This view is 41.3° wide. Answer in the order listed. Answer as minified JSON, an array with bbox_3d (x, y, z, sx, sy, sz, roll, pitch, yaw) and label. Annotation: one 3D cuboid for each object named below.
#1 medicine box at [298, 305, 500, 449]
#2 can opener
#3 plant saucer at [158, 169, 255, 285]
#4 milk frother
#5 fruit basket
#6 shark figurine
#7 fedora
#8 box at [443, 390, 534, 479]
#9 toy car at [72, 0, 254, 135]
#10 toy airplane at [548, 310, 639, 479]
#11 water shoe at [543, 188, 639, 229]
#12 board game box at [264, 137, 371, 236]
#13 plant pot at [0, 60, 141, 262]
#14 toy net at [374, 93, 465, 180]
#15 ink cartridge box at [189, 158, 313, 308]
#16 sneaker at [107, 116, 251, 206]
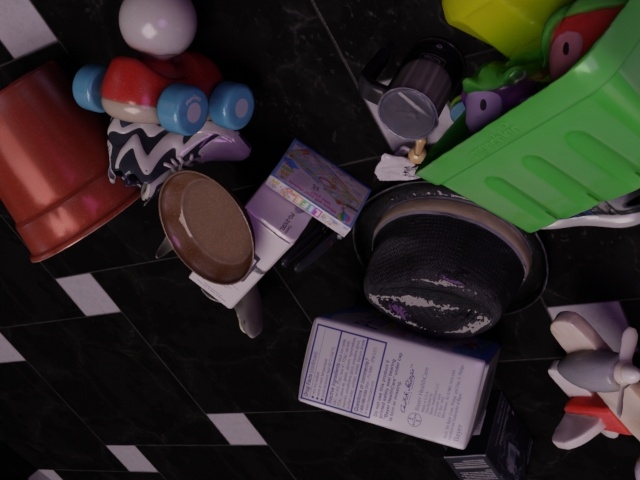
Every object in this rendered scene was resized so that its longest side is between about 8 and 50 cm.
[{"bbox_3d":[0.144,0.224,1.466,0.289,0.263,0.149,14,94,16],"label":"medicine box"},{"bbox_3d":[0.000,0.000,1.405,0.059,0.186,0.073,9,122,25],"label":"can opener"},{"bbox_3d":[-0.172,-0.024,1.339,0.199,0.036,0.198,21,128,30],"label":"plant saucer"},{"bbox_3d":[0.123,-0.189,1.186,0.129,0.134,0.143,10,135,23],"label":"milk frother"},{"bbox_3d":[0.240,-0.229,0.964,0.392,0.283,0.392,33,156,17],"label":"fruit basket"},{"bbox_3d":[-0.175,0.048,1.633,0.278,0.166,0.116,45,112,7],"label":"shark figurine"},{"bbox_3d":[0.192,0.058,1.379,0.334,0.152,0.334,15,136,15],"label":"fedora"},{"bbox_3d":[0.329,0.401,1.638,0.093,0.156,0.158,-14,123,36],"label":"box"},{"bbox_3d":[-0.227,-0.297,1.273,0.219,0.210,0.237,18,110,31],"label":"toy car"},{"bbox_3d":[0.524,0.288,1.335,0.386,0.272,0.384,15,137,14],"label":"toy airplane"},{"bbox_3d":[0.372,-0.064,1.239,0.203,0.073,0.080,0,111,22],"label":"water shoe"},{"bbox_3d":[-0.002,-0.087,1.378,0.154,0.103,0.026,34,138,-5],"label":"board game box"},{"bbox_3d":[-0.466,-0.147,1.470,0.272,0.272,0.265,-18,113,39],"label":"plant pot"},{"bbox_3d":[0.183,-0.139,1.278,0.122,0.045,0.232,27,147,-34],"label":"toy net"},{"bbox_3d":[-0.103,-0.016,1.449,0.100,0.172,0.237,38,137,-6],"label":"ink cartridge box"},{"bbox_3d":[-0.240,-0.121,1.397,0.235,0.153,0.094,12,163,-12],"label":"sneaker"}]
